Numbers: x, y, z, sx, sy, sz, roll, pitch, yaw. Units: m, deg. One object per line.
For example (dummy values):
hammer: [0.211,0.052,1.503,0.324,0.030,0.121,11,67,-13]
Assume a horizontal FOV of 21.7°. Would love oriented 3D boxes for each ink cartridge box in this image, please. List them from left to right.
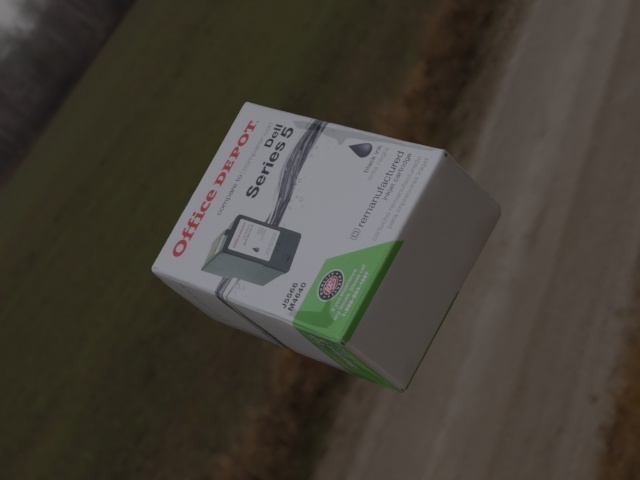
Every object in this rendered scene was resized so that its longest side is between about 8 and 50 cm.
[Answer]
ink cartridge box: [0.000,0.000,1.559,0.273,0.115,0.198,17,74,44]
